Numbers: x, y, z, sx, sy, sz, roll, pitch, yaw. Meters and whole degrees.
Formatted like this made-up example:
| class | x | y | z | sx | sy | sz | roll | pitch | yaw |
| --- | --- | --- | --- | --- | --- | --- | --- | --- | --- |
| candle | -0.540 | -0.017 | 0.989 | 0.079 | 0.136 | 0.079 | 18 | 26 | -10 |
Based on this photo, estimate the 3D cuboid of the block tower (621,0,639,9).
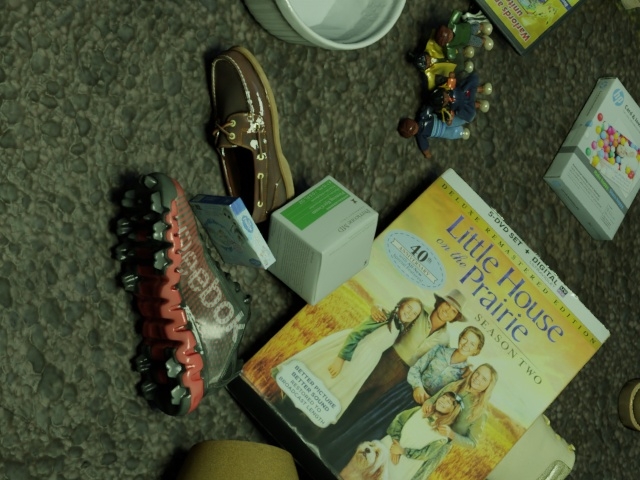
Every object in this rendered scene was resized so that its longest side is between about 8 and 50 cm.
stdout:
| class | x | y | z | sx | sy | sz | roll | pitch | yaw |
| --- | --- | --- | --- | --- | --- | --- | --- | --- | --- |
| block tower | 0.401 | -0.469 | 2.098 | 0.091 | 0.097 | 0.335 | -49 | 115 | -33 |

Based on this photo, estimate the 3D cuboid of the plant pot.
| class | x | y | z | sx | sy | sz | roll | pitch | yaw |
| --- | --- | --- | --- | --- | --- | --- | --- | --- | --- |
| plant pot | -0.101 | 0.359 | 1.732 | 0.237 | 0.237 | 0.254 | 21 | 65 | -38 |

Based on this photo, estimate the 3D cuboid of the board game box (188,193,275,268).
| class | x | y | z | sx | sy | sz | roll | pitch | yaw |
| --- | --- | --- | --- | --- | --- | --- | --- | --- | --- |
| board game box | -0.102 | -0.011 | 1.780 | 0.020 | 0.090 | 0.090 | -40 | 116 | -26 |

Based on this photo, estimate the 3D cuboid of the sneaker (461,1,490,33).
| class | x | y | z | sx | sy | sz | roll | pitch | yaw |
| --- | --- | --- | --- | --- | --- | --- | --- | --- | --- |
| sneaker | 0.220 | -0.308 | 2.065 | 0.083 | 0.032 | 0.037 | -42 | 117 | -31 |

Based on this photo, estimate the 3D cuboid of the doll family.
| class | x | y | z | sx | sy | sz | roll | pitch | yaw |
| --- | --- | --- | --- | --- | --- | --- | --- | --- | --- |
| doll family | 0.159 | -0.200 | 1.995 | 0.111 | 0.076 | 0.193 | -9 | 101 | -43 |

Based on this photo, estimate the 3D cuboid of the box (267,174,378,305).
| class | x | y | z | sx | sy | sz | roll | pitch | yaw |
| --- | --- | --- | --- | --- | --- | --- | --- | --- | --- |
| box | 0.000 | 0.000 | 1.840 | 0.101 | 0.087 | 0.102 | -35 | 153 | -32 |

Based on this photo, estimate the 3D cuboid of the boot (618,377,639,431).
| class | x | y | z | sx | sy | sz | roll | pitch | yaw |
| --- | --- | --- | --- | --- | --- | --- | --- | --- | --- |
| boot | 0.591 | 0.253 | 2.340 | 0.305 | 0.115 | 0.112 | 0 | 90 | -40 |

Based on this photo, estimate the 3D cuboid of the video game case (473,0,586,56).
| class | x | y | z | sx | sy | sz | roll | pitch | yaw |
| --- | --- | --- | --- | --- | --- | --- | --- | --- | --- |
| video game case | 0.269 | -0.419 | 2.002 | 0.248 | 0.035 | 0.275 | -42 | 112 | 4 |

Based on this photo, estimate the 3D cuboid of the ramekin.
| class | x | y | z | sx | sy | sz | roll | pitch | yaw |
| --- | --- | --- | --- | --- | --- | --- | --- | --- | --- |
| ramekin | -0.003 | -0.326 | 1.835 | 0.207 | 0.109 | 0.207 | -3 | 94 | -39 |

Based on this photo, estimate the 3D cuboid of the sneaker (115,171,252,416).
| class | x | y | z | sx | sy | sz | roll | pitch | yaw |
| --- | --- | --- | --- | --- | --- | --- | --- | --- | --- |
| sneaker | -0.148 | 0.052 | 1.742 | 0.135 | 0.097 | 0.276 | -17 | 105 | -37 |

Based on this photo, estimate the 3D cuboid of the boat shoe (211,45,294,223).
| class | x | y | z | sx | sy | sz | roll | pitch | yaw |
| --- | --- | --- | --- | --- | --- | --- | --- | --- | --- |
| boat shoe | -0.088 | -0.119 | 1.797 | 0.073 | 0.073 | 0.207 | -28 | 109 | -37 |

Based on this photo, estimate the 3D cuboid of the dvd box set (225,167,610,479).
| class | x | y | z | sx | sy | sz | roll | pitch | yaw |
| --- | --- | --- | --- | --- | --- | --- | --- | --- | --- |
| dvd box set | 0.130 | 0.146 | 1.909 | 0.307 | 0.062 | 0.420 | 47 | 61 | 1 |

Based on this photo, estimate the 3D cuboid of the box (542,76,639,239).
| class | x | y | z | sx | sy | sz | roll | pitch | yaw |
| --- | --- | --- | --- | --- | --- | --- | --- | --- | --- |
| box | 0.409 | -0.117 | 2.223 | 0.145 | 0.038 | 0.186 | 46 | 63 | -31 |

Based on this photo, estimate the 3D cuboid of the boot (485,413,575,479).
| class | x | y | z | sx | sy | sz | roll | pitch | yaw |
| --- | --- | --- | --- | --- | --- | --- | --- | --- | --- |
| boot | 0.278 | 0.219 | 2.094 | 0.203 | 0.095 | 0.262 | 40 | 70 | -33 |
